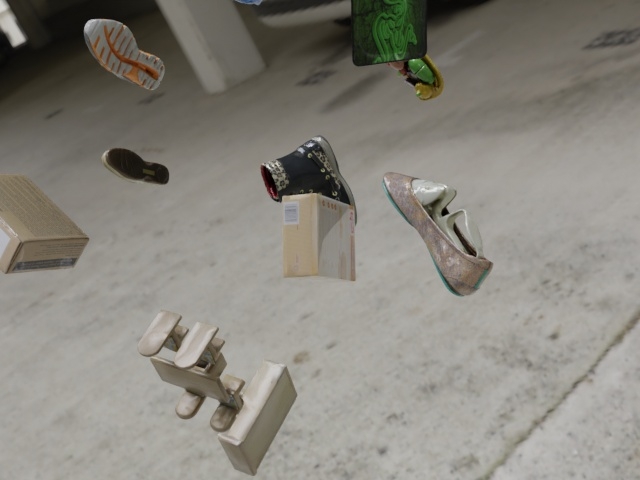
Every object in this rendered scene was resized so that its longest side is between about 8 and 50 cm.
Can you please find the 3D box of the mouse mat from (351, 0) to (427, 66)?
[{"bbox_3d":[0.122,-0.407,1.683,0.153,0.189,0.007,-12,25,-21],"label":"mouse mat"}]

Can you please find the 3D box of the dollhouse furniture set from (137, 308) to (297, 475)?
[{"bbox_3d":[-0.188,0.267,1.611,0.242,0.212,0.161,14,55,25],"label":"dollhouse furniture set"}]

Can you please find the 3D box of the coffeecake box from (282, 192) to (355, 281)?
[{"bbox_3d":[0.000,0.000,1.698,0.068,0.142,0.185,-4,-7,22],"label":"coffeecake box"}]

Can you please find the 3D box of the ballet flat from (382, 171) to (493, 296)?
[{"bbox_3d":[0.229,-0.039,1.794,0.108,0.316,0.106,5,-45,-46],"label":"ballet flat"}]

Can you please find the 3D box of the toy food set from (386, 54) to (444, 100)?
[{"bbox_3d":[0.212,-0.431,2.387,0.071,0.218,0.128,-42,8,-23],"label":"toy food set"}]

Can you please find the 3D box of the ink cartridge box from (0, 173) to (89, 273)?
[{"bbox_3d":[-0.621,-0.038,1.943,0.088,0.235,0.193,-57,-23,20],"label":"ink cartridge box"}]

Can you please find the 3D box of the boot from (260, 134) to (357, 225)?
[{"bbox_3d":[-0.027,-0.111,2.243,0.179,0.236,0.085,-26,7,-27],"label":"boot"}]

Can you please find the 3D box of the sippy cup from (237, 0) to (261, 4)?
[{"bbox_3d":[-0.127,-0.578,1.799,0.224,0.306,0.240,-52,25,30],"label":"sippy cup"}]

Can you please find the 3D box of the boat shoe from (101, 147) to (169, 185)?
[{"bbox_3d":[-0.431,-0.157,2.163,0.072,0.190,0.068,-8,70,34],"label":"boat shoe"}]

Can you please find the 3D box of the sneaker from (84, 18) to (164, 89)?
[{"bbox_3d":[-0.377,-0.344,1.764,0.083,0.215,0.084,23,82,26],"label":"sneaker"}]
